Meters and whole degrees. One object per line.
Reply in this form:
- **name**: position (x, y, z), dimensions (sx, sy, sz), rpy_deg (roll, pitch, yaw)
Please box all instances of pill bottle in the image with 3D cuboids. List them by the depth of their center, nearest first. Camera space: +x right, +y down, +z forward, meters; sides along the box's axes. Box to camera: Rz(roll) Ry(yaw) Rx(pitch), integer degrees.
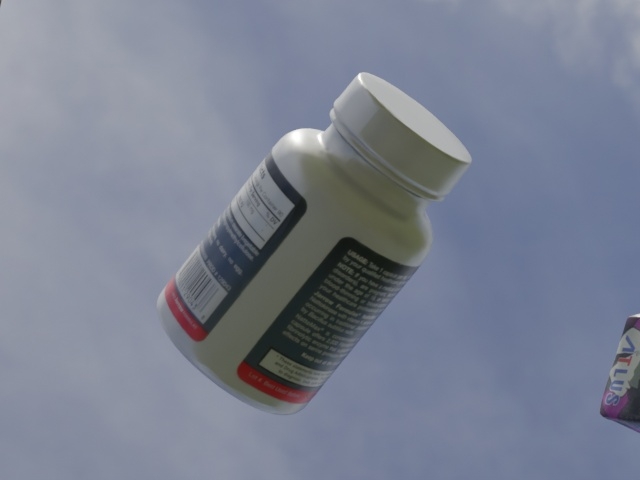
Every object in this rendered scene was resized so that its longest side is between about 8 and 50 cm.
- **pill bottle**: position (0.000, 0.000, 1.079), dimensions (0.108, 0.108, 0.180), rpy_deg (30, -72, -29)

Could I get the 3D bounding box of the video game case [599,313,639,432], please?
- **video game case**: position (0.231, 0.081, 0.551), dimensions (0.232, 0.210, 0.042), rpy_deg (25, -101, -23)
